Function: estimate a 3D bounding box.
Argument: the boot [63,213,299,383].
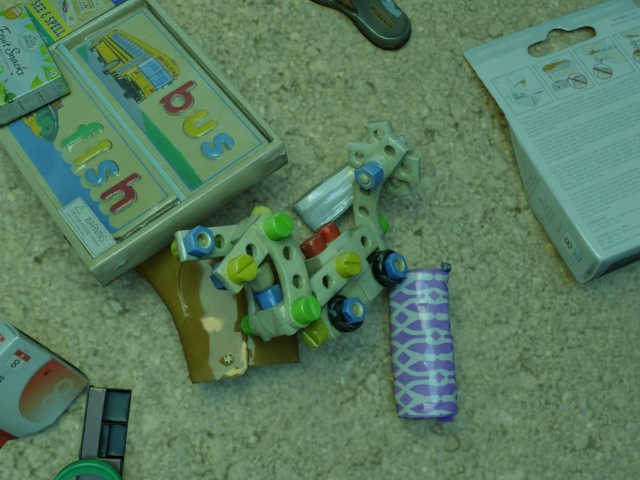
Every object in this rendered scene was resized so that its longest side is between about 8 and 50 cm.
[{"bbox_3d":[-0.171,0.074,0.931,0.295,0.104,0.211,0,77,-13],"label":"boot"}]

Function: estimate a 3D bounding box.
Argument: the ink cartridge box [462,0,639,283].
[{"bbox_3d":[0.423,-0.162,1.094,0.308,0.091,0.385,-21,65,-11],"label":"ink cartridge box"}]

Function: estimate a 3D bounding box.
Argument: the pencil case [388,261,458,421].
[{"bbox_3d":[0.136,0.135,0.977,0.086,0.088,0.206,-7,76,33],"label":"pencil case"}]

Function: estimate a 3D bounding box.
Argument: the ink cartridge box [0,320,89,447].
[{"bbox_3d":[-0.376,0.198,0.857,0.045,0.145,0.179,27,72,32],"label":"ink cartridge box"}]

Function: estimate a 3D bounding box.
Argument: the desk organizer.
[{"bbox_3d":[-0.267,0.246,0.912,0.050,0.047,0.130,6,78,-9],"label":"desk organizer"}]

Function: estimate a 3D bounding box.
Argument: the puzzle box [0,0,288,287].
[{"bbox_3d":[-0.265,-0.170,0.932,0.272,0.052,0.409,-36,67,-14],"label":"puzzle box"}]

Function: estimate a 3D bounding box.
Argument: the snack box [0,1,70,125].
[{"bbox_3d":[-0.384,-0.218,0.912,0.100,0.037,0.141,-29,66,-11],"label":"snack box"}]

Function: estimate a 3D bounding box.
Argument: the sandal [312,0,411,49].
[{"bbox_3d":[0.044,-0.364,1.073,0.219,0.060,0.090,42,76,2],"label":"sandal"}]

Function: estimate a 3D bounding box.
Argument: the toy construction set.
[{"bbox_3d":[0.000,0.000,0.902,0.327,0.151,0.215,-38,101,-27],"label":"toy construction set"}]

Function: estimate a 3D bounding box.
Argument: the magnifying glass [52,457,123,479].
[{"bbox_3d":[-0.278,0.371,0.868,0.092,0.026,0.231,4,91,-13],"label":"magnifying glass"}]

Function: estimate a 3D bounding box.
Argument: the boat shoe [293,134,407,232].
[{"bbox_3d":[0.052,-0.077,1.017,0.184,0.066,0.063,-37,100,-16],"label":"boat shoe"}]
